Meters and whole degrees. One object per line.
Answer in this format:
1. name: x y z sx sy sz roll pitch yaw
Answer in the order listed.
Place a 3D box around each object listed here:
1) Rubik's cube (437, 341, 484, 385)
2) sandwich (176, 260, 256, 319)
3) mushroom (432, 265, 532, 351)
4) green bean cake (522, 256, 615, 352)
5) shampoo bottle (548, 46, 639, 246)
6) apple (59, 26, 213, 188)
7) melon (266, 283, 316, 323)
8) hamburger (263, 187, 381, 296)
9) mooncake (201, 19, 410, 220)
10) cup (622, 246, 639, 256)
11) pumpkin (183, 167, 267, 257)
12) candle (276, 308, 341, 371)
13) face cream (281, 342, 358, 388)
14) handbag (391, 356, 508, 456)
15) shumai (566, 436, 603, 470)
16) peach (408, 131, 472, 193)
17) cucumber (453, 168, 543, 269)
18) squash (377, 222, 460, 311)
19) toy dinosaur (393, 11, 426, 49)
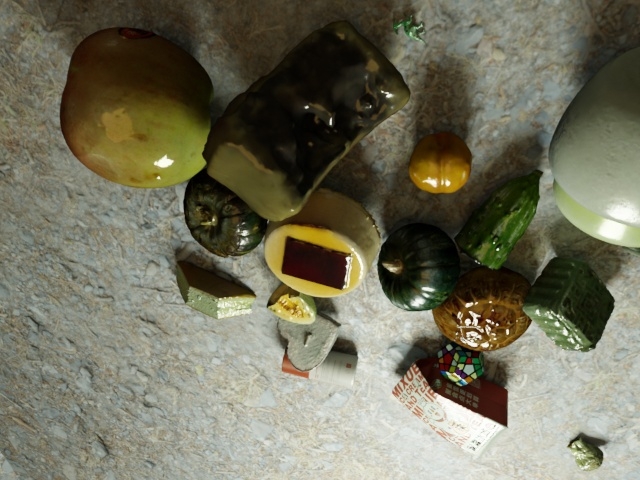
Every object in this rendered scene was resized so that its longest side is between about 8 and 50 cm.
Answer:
1. Rubik's cube: 0.380 0.325 1.337 0.133 0.133 0.111 12 123 7
2. sandwich: -0.320 0.155 1.442 0.258 0.096 0.094 23 126 4
3. mushroom: 0.408 0.173 1.243 0.254 0.153 0.253 3 126 5
4. green bean cake: 0.587 0.149 1.159 0.181 0.173 0.094 47 160 -14
5. shampoo bottle: 0.599 -0.169 0.903 0.323 0.322 0.317 9 141 9
6. apple: -0.384 -0.285 1.094 0.305 0.338 0.338 12 120 -10
7. melon: -0.062 0.166 1.342 0.128 0.079 0.160 47 140 -16
8. hamburger: 0.000 0.000 1.213 0.302 0.170 0.301 10 134 10
9. mooncake: -0.039 -0.231 0.992 0.246 0.394 0.393 44 118 -9
10. cup: 0.730 0.015 1.113 0.075 0.083 0.054 21 121 4
11. pumpkin: -0.243 -0.069 1.239 0.238 0.159 0.237 15 115 36
12. candle: -0.024 0.264 1.401 0.169 0.068 0.192 -17 83 9
13. face cream: 0.000 0.368 1.470 0.214 0.095 0.095 11 119 8
14. handbag: 0.360 0.458 1.401 0.298 0.151 0.171 23 126 5
15. shumai: 0.759 0.605 1.426 0.083 0.082 0.080 -34 105 4
16. peach: 0.265 -0.174 1.102 0.138 0.138 0.138 6 118 11
17. cucumber: 0.425 -0.057 1.136 0.134 0.134 0.244 29 110 -3
18. squash: 0.232 0.065 1.194 0.218 0.172 0.218 4 97 33
19. toy dinosaur: 0.187 -0.437 1.044 0.062 0.021 0.083 -6 112 24
